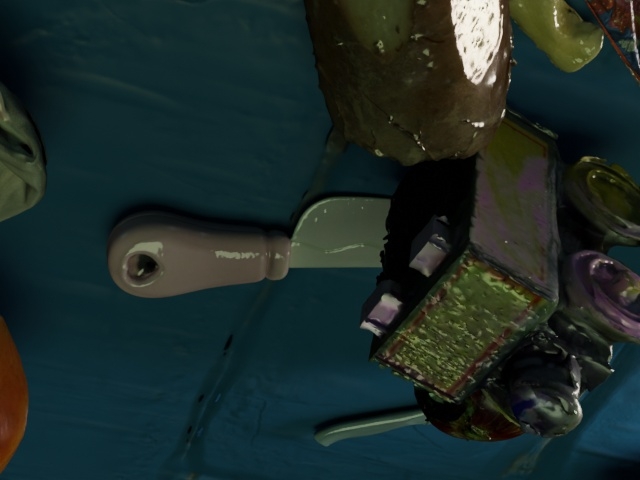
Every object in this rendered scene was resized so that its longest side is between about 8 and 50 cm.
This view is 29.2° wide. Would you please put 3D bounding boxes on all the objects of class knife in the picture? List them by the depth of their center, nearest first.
[{"bbox_3d":[0.000,-0.002,0.979,0.336,0.043,0.081,-4,125,-12],"label":"knife"},{"bbox_3d":[0.097,0.165,1.154,0.210,0.015,0.028,-11,127,3],"label":"knife"}]

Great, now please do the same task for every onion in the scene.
[{"bbox_3d":[0.143,0.120,1.058,0.118,0.119,0.117,32,156,-31],"label":"onion"}]

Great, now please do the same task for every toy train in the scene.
[{"bbox_3d":[0.139,0.015,0.861,0.177,0.261,0.134,31,124,-10],"label":"toy train"}]

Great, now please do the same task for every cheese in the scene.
[{"bbox_3d":[0.162,-0.151,0.845,0.044,0.030,0.083,-21,132,41],"label":"cheese"}]

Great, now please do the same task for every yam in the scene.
[{"bbox_3d":[0.051,-0.160,0.766,0.128,0.129,0.238,-35,139,-22],"label":"yam"}]

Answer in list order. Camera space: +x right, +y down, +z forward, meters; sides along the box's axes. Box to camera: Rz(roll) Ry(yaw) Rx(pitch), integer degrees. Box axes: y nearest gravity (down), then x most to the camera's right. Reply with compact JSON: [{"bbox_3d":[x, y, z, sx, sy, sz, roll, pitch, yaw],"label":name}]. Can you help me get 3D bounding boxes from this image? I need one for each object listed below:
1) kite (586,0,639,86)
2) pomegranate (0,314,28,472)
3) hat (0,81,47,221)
[{"bbox_3d":[0.251,-0.193,0.831,0.321,0.016,0.234,4,135,-9],"label":"kite"},{"bbox_3d":[-0.324,0.112,0.928,0.209,0.209,0.209,-3,134,-3],"label":"pomegranate"},{"bbox_3d":[-0.296,-0.105,0.811,0.219,0.164,0.226,-13,95,6],"label":"hat"}]
